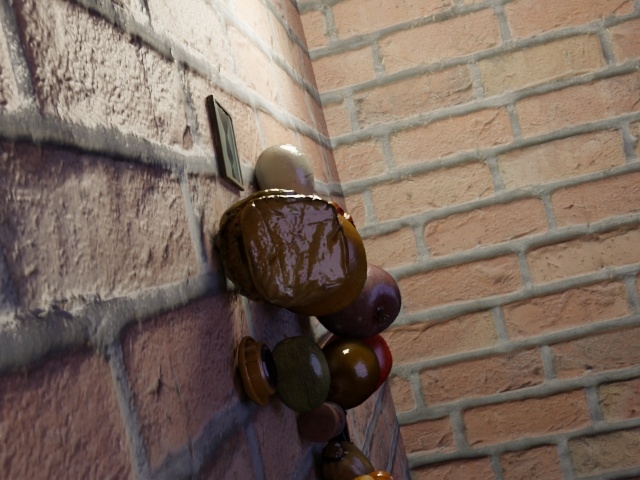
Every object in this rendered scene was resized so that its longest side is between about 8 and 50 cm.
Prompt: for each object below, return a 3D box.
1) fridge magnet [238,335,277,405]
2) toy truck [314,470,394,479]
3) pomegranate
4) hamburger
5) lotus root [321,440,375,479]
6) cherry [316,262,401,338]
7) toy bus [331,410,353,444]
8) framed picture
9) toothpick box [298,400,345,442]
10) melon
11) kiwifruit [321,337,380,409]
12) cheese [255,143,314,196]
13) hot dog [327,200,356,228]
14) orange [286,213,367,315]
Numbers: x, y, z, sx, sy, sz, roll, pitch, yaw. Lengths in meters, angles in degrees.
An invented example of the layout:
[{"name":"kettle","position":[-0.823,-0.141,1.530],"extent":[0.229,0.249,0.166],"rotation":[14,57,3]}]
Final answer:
[{"name":"fridge magnet","position":[-0.126,0.258,1.485],"extent":[0.143,0.063,0.143],"rotation":[-17,90,-81]},{"name":"toy truck","position":[0.105,0.697,1.796],"extent":[0.204,0.212,0.288],"rotation":[-82,153,-65]},{"name":"pomegranate","position":[0.101,0.364,2.297],"extent":[0.257,0.221,0.221],"rotation":[40,-29,62]},{"name":"hamburger","position":[-0.081,0.016,1.582],"extent":[0.283,0.144,0.259],"rotation":[7,74,-41]},{"name":"lotus root","position":[0.078,0.627,1.957],"extent":[0.154,0.140,0.257],"rotation":[-103,172,-54]},{"name":"cherry","position":[0.098,0.174,2.196],"extent":[0.261,0.307,0.221],"rotation":[-14,107,-40]},{"name":"toy bus","position":[0.054,0.554,2.157],"extent":[0.096,0.073,0.235],"rotation":[78,1,-75]},{"name":"framed picture","position":[-0.222,-0.228,1.766],"extent":[0.150,0.015,0.203],"rotation":[42,35,-75]},{"name":"toothpick box","position":[0.006,0.458,1.884],"extent":[0.149,0.098,0.098],"rotation":[45,33,-75]},{"name":"melon","position":[-0.049,0.294,1.672],"extent":[0.139,0.139,0.192],"rotation":[-62,134,-77]},{"name":"kiwifruit","position":[0.062,0.371,2.056],"extent":[0.234,0.196,0.196],"rotation":[-28,105,-63]},{"name":"cheese","position":[-0.095,-0.172,2.033],"extent":[0.189,0.154,0.198],"rotation":[-3,80,-75]},{"name":"hot dog","position":[-0.001,-0.002,2.141],"extent":[0.405,0.223,0.185],"rotation":[-66,144,-74]},{"name":"orange","position":[-0.015,0.055,1.827],"extent":[0.274,0.274,0.274],"rotation":[-14,90,-81]}]
